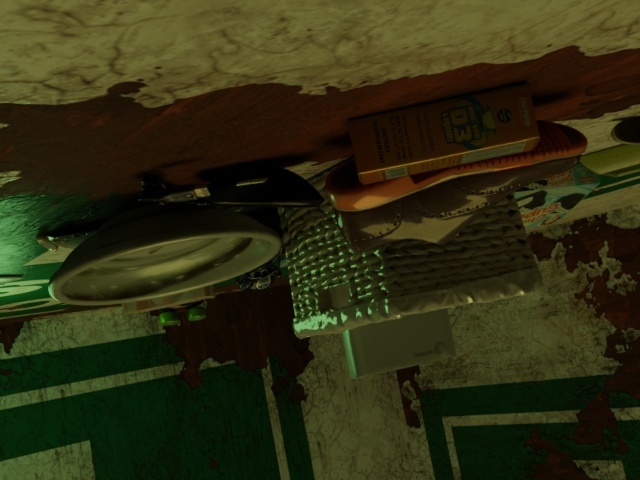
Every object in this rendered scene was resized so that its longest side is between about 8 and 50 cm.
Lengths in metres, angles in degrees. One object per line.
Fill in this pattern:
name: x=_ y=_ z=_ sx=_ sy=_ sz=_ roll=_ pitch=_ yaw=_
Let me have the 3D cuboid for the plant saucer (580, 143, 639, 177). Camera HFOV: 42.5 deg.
plant saucer: x=0.658 y=-0.172 z=1.720 sx=0.188 sy=0.045 sz=0.188 roll=-15 pitch=173 yaw=34

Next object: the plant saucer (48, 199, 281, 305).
plant saucer: x=-0.271 y=0.012 z=1.426 sx=0.400 sy=0.101 sz=0.400 roll=-15 pitch=168 yaw=-3

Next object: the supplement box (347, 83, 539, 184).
supplement box: x=0.157 y=-0.136 z=1.058 sx=0.233 sy=0.078 sz=0.080 roll=-12 pitch=172 yaw=4

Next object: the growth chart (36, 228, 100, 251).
growth chart: x=-0.392 y=-0.009 z=1.503 sx=0.237 sy=0.021 sz=0.172 roll=-9 pitch=173 yaw=-18

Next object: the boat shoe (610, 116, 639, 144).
boat shoe: x=0.549 y=-0.184 z=1.409 sx=0.135 sy=0.050 sz=0.045 roll=-8 pitch=168 yaw=-20

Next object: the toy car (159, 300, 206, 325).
toy car: x=-0.377 y=0.126 z=2.193 sx=0.148 sy=0.155 sz=0.188 roll=-10 pitch=164 yaw=-12

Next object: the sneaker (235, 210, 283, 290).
sneaker: x=-0.114 y=0.023 z=1.686 sx=0.129 sy=0.147 sz=0.330 roll=-9 pitch=173 yaw=-17

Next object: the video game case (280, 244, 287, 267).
video game case: x=0.000 y=0.000 z=1.876 sx=0.269 sy=0.061 sz=0.244 roll=-19 pitch=179 yaw=-34

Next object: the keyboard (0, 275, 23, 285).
keyboard: x=-0.762 y=0.088 z=1.789 sx=0.072 sy=0.014 sz=0.256 roll=-19 pitch=171 yaw=22

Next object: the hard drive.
hard drive: x=0.134 y=0.076 z=1.632 sx=0.232 sy=0.353 sz=0.047 roll=-8 pitch=174 yaw=-27

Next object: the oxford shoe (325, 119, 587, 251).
oxford shoe: x=0.195 y=-0.077 z=1.167 sx=0.363 sy=0.133 sz=0.130 roll=-13 pitch=-148 yaw=6

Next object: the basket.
basket: x=0.143 y=0.006 z=1.432 sx=0.331 sy=0.267 sz=0.328 roll=-6 pitch=172 yaw=-31

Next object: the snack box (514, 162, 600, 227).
snack box: x=0.420 y=-0.084 z=1.788 sx=0.321 sy=0.060 sz=0.187 roll=-8 pitch=155 yaw=-22

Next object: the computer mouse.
computer mouse: x=-0.129 y=-0.080 z=1.177 sx=0.261 sy=0.060 sz=0.184 roll=0 pitch=179 yaw=6

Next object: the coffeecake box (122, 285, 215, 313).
coffeecake box: x=-0.328 y=0.068 z=1.732 sx=0.185 sy=0.143 sz=0.068 roll=-12 pitch=174 yaw=11
